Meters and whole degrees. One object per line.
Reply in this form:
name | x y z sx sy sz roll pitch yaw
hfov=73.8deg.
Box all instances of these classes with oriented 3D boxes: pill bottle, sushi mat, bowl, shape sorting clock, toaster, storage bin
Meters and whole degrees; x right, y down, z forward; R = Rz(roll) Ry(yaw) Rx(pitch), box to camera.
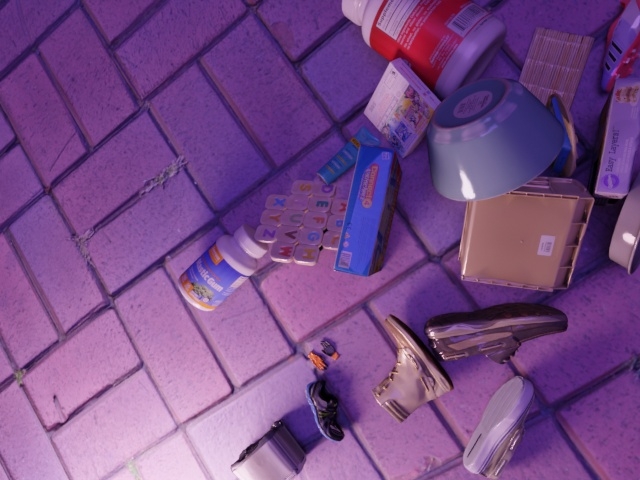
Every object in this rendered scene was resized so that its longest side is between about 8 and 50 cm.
pill bottle | 0.264 -0.578 1.148 0.408 0.229 0.229 42 99 12
sushi mat | 0.616 -0.416 1.160 0.152 0.019 0.316 18 93 15
bowl | 0.373 -0.256 0.993 0.312 0.311 0.163 -35 123 11
pill bottle | -0.294 0.078 1.318 0.272 0.152 0.152 -43 79 11
shape sorting clock | 0.589 -0.256 1.045 0.041 0.206 0.205 -7 87 17
toaster | -0.145 0.657 1.281 0.227 0.129 0.146 -44 83 8
storage bin | 0.499 -0.023 1.073 0.261 0.123 0.261 7 118 14

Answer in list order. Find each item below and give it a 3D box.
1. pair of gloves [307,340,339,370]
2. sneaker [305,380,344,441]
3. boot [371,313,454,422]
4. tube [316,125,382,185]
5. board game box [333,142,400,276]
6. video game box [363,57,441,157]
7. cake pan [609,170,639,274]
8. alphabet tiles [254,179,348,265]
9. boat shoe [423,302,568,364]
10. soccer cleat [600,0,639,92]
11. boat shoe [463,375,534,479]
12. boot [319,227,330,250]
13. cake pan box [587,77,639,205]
pair of gloves | 0.009 0.353 1.305 0.074 0.010 0.083 44 98 12
sneaker | 0.022 0.507 1.269 0.078 0.067 0.188 -29 79 19
boot | 0.217 0.363 1.210 0.203 0.095 0.261 -40 84 12
tube | 0.081 -0.250 1.280 0.207 0.052 0.080 -42 85 -3
board game box | 0.136 -0.067 1.132 0.086 0.302 0.307 12 92 14
video game box | 0.224 -0.359 1.176 0.048 0.205 0.187 -31 78 -25
cake pan | 0.755 -0.064 0.996 0.054 0.293 0.292 24 95 40
alphabet tiles | -0.048 -0.061 1.256 0.279 0.021 0.283 7 61 15
boat shoe | 0.464 0.253 1.141 0.356 0.132 0.130 -12 96 23
soccer cleat | 0.774 -0.503 1.100 0.095 0.083 0.247 31 103 43
boat shoe | 0.492 0.501 1.140 0.094 0.109 0.302 25 104 -1
boot | 0.000 0.000 1.262 0.045 0.121 0.099 39 103 7
cake pan box | 0.698 -0.212 1.016 0.070 0.246 0.266 10 93 28
